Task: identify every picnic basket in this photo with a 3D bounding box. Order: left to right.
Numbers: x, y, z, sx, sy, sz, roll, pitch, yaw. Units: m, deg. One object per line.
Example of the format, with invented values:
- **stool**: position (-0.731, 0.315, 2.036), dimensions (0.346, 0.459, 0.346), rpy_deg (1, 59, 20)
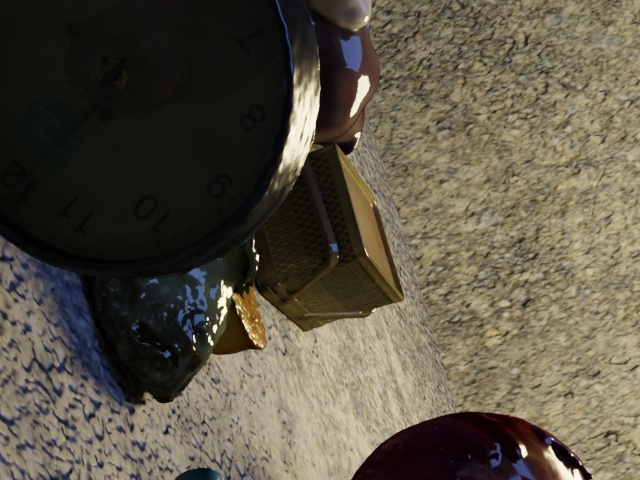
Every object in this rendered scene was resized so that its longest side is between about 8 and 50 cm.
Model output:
- **picnic basket**: position (0.000, 0.000, 2.209), dimensions (0.266, 0.139, 0.165), rpy_deg (47, 25, -68)

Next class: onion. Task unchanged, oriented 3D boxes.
- **onion**: position (0.136, 0.368, 1.886), dimensions (0.358, 0.345, 0.358), rpy_deg (42, 36, -41)

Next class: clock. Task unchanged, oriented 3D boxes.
- **clock**: position (-0.140, -0.109, 1.200), dimensions (0.055, 0.281, 0.280), rpy_deg (-20, 91, -75)

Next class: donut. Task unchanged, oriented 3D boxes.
- **donut**: position (-0.105, 0.047, 1.754), dimensions (0.152, 0.058, 0.152), rpy_deg (-19, 90, -82)

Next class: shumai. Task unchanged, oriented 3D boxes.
- **shumai**: position (-0.107, 0.041, 1.492), dimensions (0.184, 0.142, 0.184), rpy_deg (-22, 90, -82)

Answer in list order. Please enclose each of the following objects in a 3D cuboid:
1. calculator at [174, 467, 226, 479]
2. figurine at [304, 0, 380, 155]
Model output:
- **calculator**: position (-0.061, 0.306, 1.508), dimensions (0.293, 0.051, 0.173), rpy_deg (58, 17, -54)
- **figurine**: position (-0.003, -0.204, 2.409), dimensions (0.365, 0.206, 0.218), rpy_deg (50, 37, -70)
